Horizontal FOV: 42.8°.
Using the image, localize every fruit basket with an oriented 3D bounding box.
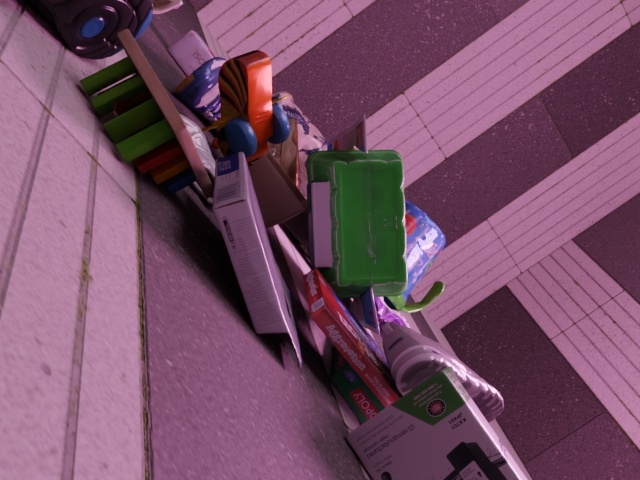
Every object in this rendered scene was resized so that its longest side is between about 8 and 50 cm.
[{"bbox_3d":[0.035,-0.023,1.349,0.353,0.166,0.326,-177,-95,-75],"label":"fruit basket"}]

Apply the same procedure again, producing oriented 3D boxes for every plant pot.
[{"bbox_3d":[-0.092,-0.072,1.322,0.109,0.096,0.109,53,6,-8],"label":"plant pot"}]

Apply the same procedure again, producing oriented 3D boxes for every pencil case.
[{"bbox_3d":[-0.020,-0.162,1.934,0.410,0.160,0.184,51,29,12],"label":"pencil case"}]

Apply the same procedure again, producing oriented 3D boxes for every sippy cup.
[{"bbox_3d":[0.190,0.026,2.087,0.240,0.224,0.305,42,-7,35],"label":"sippy cup"}]

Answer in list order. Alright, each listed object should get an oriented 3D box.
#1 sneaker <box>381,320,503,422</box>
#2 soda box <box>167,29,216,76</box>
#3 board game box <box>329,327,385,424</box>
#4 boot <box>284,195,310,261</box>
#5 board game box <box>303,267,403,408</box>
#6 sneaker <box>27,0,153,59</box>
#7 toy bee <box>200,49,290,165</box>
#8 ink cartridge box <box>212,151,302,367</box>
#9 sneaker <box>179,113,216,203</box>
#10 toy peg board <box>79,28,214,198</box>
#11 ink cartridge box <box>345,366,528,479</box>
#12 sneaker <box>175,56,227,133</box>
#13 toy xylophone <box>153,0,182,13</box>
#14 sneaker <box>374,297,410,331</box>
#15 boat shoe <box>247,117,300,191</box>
[{"bbox_3d":[0.180,0.199,1.193,0.281,0.105,0.115,48,9,-45],"label":"sneaker"},{"bbox_3d":[-0.245,-0.361,1.833,0.216,0.074,0.069,53,6,-7],"label":"soda box"},{"bbox_3d":[0.099,0.244,1.288,0.213,0.046,0.317,54,6,-3],"label":"board game box"},{"bbox_3d":[0.001,-0.002,1.701,0.236,0.085,0.178,53,4,-5],"label":"boot"},{"bbox_3d":[0.072,0.173,1.150,0.281,0.027,0.145,52,8,-19],"label":"board game box"},{"bbox_3d":[-0.311,-0.330,0.961,0.139,0.125,0.341,51,3,17],"label":"sneaker"},{"bbox_3d":[-0.146,-0.191,1.444,0.195,0.298,0.162,-5,21,-44],"label":"toy bee"},{"bbox_3d":[-0.082,0.021,1.025,0.223,0.045,0.223,-108,-179,-70],"label":"ink cartridge box"},{"bbox_3d":[-0.175,-0.115,1.142,0.152,0.054,0.061,54,9,-11],"label":"sneaker"},{"bbox_3d":[-0.209,-0.133,0.974,0.161,0.079,0.160,58,-9,24],"label":"toy peg board"},{"bbox_3d":[0.154,0.283,1.001,0.208,0.153,0.087,55,7,13],"label":"ink cartridge box"},{"bbox_3d":[-0.186,-0.266,1.600,0.131,0.112,0.296,55,7,3],"label":"sneaker"},{"bbox_3d":[-0.452,-0.659,1.853,0.236,0.081,0.322,58,7,32],"label":"toy xylophone"},{"bbox_3d":[0.142,0.183,1.945,0.170,0.068,0.071,47,18,17],"label":"sneaker"},{"bbox_3d":[-0.098,-0.177,1.679,0.341,0.110,0.121,-96,-178,-70],"label":"boat shoe"}]
